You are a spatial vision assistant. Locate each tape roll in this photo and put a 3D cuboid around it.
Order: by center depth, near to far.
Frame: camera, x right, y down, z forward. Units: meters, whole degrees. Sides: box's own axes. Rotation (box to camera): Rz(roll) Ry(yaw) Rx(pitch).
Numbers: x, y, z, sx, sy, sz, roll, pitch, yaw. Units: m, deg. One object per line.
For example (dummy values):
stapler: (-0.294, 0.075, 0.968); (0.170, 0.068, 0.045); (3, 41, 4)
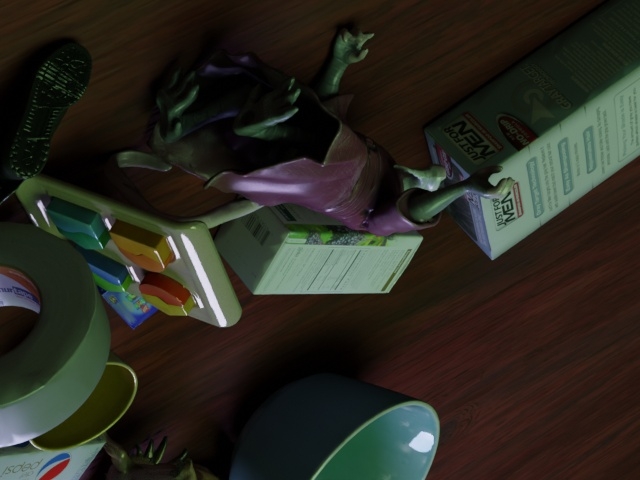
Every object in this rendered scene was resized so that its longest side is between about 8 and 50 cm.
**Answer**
tape roll: (-0.316, 0.088, 1.547); (0.219, 0.219, 0.072); (-31, 146, -15)

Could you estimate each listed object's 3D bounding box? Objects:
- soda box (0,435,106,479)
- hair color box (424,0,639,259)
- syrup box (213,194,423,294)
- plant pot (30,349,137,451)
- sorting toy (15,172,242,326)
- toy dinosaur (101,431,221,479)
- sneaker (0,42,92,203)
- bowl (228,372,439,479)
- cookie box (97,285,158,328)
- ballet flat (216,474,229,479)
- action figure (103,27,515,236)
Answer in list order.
soda box: (-0.342, 0.234, 1.802); (0.069, 0.074, 0.216); (-52, 156, 17)
hair color box: (0.320, -0.159, 2.012); (0.374, 0.113, 0.185); (-35, 147, -10)
syrup box: (0.000, 0.000, 1.888); (0.237, 0.093, 0.096); (1, 129, -47)
plant pot: (-0.283, 0.151, 1.773); (0.134, 0.095, 0.134); (-27, 146, -20)
sorting toy: (-0.195, 0.017, 1.624); (0.193, 0.208, 0.038); (73, 37, -56)
toy dinosaur: (-0.182, 0.309, 1.960); (0.200, 0.296, 0.127); (29, 77, -58)
sneaker: (-0.276, -0.106, 1.508); (0.051, 0.089, 0.170); (31, 71, -26)
bowl: (-0.004, 0.301, 2.156); (0.311, 0.163, 0.311); (-35, 145, -30)
cookie box: (-0.190, 0.035, 1.781); (0.107, 0.040, 0.092); (-38, 148, -4)
ballet flat: (-0.195, 0.385, 2.094); (0.342, 0.124, 0.116); (-53, 145, -72)
action figure: (0.010, -0.063, 1.680); (0.275, 0.248, 0.370); (-48, 145, 12)
